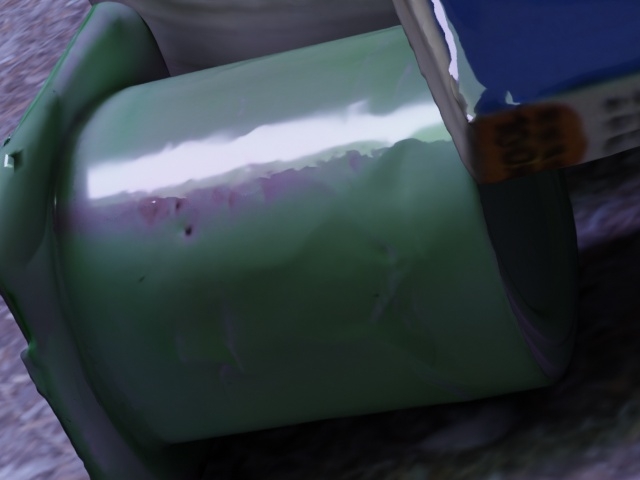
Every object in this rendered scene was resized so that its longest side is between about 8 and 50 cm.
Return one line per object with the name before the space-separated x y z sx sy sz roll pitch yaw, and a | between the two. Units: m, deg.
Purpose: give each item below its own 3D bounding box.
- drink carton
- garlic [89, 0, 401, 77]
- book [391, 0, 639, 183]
drink carton | 0.000 0.000 0.568 0.142 0.144 0.146 -10 32 19
garlic | 0.014 -0.123 0.687 0.203 0.281 0.184 21 83 32
book | 0.203 -0.177 0.518 0.428 0.039 0.300 -14 48 -4
